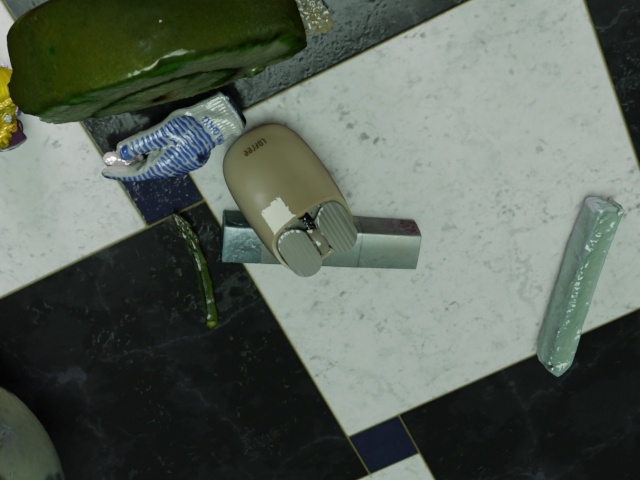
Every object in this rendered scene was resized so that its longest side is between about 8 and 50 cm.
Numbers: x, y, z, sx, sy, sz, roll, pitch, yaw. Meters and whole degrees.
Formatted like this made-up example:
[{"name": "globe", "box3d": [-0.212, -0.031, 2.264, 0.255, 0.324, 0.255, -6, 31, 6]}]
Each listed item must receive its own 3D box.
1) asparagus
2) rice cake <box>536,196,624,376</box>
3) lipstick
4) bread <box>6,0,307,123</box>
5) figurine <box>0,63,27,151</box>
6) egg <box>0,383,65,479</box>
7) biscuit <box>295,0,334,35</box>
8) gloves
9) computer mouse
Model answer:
[{"name": "asparagus", "box3d": [-0.199, 0.054, 1.576, 0.034, 0.027, 0.236, -17, 119, -10]}, {"name": "rice cake", "box3d": [0.439, 0.083, 1.647, 0.063, 0.066, 0.336, 7, 117, -11]}, {"name": "lipstick", "box3d": [0.000, 0.000, 1.549, 0.318, 0.066, 0.068, 3, 116, -9]}, {"name": "bread", "box3d": [-0.209, -0.244, 1.223, 0.382, 0.366, 0.129, -17, 95, -13]}, {"name": "figurine", "box3d": [-0.471, -0.202, 1.361, 0.095, 0.115, 0.156, -11, 117, -13]}, {"name": "egg", "box3d": [-0.600, 0.379, 1.521, 0.428, 0.345, 0.345, 35, 108, -25]}, {"name": "biscuit", "box3d": [-0.082, -0.388, 1.355, 0.133, 0.032, 0.250, -21, 119, 6]}, {"name": "gloves", "box3d": [-0.220, -0.145, 1.424, 0.229, 0.097, 0.119, -22, 155, 2]}, {"name": "computer mouse", "box3d": [-0.047, -0.064, 1.454, 0.145, 0.082, 0.236, -33, 98, -5]}]
